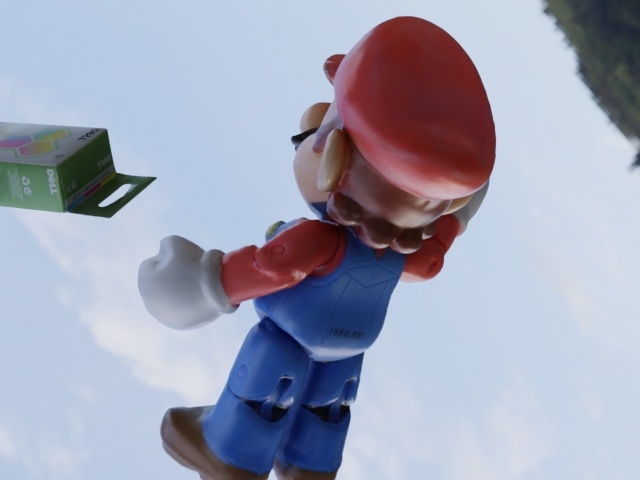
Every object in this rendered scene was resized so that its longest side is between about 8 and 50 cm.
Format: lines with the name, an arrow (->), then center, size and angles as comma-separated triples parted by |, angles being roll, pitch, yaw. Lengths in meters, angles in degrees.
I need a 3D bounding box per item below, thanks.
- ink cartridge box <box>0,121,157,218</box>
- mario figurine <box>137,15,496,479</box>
ink cartridge box -> -0.304, -0.083, 1.583 | 0.109, 0.209, 0.062 | -47, -42, -54
mario figurine -> 0.000, 0.000, 0.927 | 0.170, 0.320, 0.198 | 27, -166, 9
